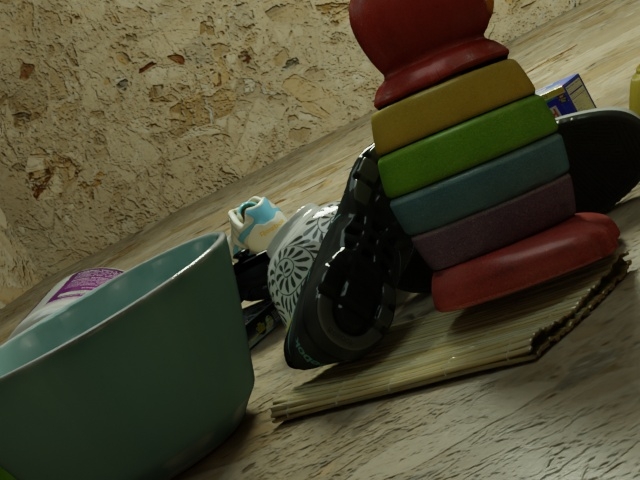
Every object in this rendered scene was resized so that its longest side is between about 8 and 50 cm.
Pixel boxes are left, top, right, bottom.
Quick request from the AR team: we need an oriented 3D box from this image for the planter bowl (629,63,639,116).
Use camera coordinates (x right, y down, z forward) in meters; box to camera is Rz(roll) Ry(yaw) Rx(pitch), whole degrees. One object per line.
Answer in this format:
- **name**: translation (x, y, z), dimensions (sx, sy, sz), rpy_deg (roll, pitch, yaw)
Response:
- **planter bowl**: translation (0.375, -0.154, 1.515), dimensions (0.217, 0.090, 0.217), rpy_deg (-29, 7, 4)

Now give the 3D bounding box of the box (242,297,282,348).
- **box**: translation (-0.099, 0.109, 1.770), dimensions (0.094, 0.027, 0.137), rpy_deg (-24, 9, 36)

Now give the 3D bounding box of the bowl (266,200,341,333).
- **bowl**: translation (-0.004, 0.013, 1.612), dimensions (0.170, 0.080, 0.170), rpy_deg (-45, -12, -12)

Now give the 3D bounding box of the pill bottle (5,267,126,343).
- **pill bottle**: translation (-0.253, 0.123, 1.724), dimensions (0.169, 0.169, 0.301), rpy_deg (-29, 8, 6)

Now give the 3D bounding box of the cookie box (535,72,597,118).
- **cookie box**: translation (0.250, -0.107, 1.597), dimensions (0.092, 0.107, 0.040), rpy_deg (-22, 11, 43)

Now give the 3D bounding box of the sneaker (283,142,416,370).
- **sneaker**: translation (0.035, 0.007, 1.389), dimensions (0.106, 0.101, 0.267), rpy_deg (-44, 12, 53)

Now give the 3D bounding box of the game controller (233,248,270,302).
- **game controller**: translation (0.000, 0.000, 1.850), dimensions (0.319, 0.067, 0.166), rpy_deg (-24, 6, -32)

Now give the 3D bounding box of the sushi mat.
- **sushi mat**: translation (0.100, 0.083, 1.261), dimensions (0.316, 0.019, 0.151), rpy_deg (-21, 10, 47)

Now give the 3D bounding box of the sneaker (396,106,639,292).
- **sneaker**: translation (0.197, -0.065, 1.513), dimensions (0.295, 0.124, 0.178), rpy_deg (-27, 18, 25)

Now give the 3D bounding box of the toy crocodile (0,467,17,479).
- **toy crocodile**: translation (-0.391, 0.217, 1.798), dimensions (0.105, 0.115, 0.340), rpy_deg (-25, 8, 1)

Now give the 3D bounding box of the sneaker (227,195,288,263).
- **sneaker**: translation (-0.099, -0.018, 2.342), dimensions (0.087, 0.092, 0.228), rpy_deg (-34, 8, -18)

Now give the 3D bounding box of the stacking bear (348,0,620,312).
- **stacking bear**: translation (0.116, -0.102, 1.259), dimensions (0.164, 0.289, 0.175), rpy_deg (-22, 1, 13)

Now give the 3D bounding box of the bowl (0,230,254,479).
- **bowl**: translation (-0.185, 0.136, 1.418), dimensions (0.311, 0.163, 0.311), rpy_deg (-29, 9, 5)
